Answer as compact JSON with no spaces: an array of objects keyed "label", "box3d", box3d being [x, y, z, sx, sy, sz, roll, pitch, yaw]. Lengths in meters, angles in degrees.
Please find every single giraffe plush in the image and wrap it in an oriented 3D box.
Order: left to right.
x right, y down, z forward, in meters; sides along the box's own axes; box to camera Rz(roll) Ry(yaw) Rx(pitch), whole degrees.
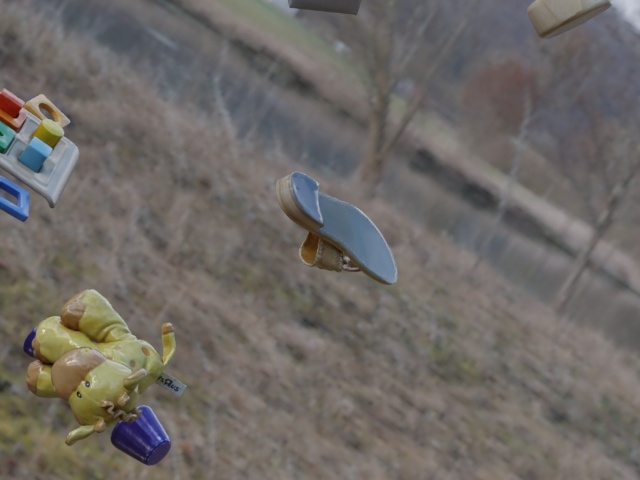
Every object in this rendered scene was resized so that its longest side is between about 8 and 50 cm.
[{"label":"giraffe plush","box3d":[-0.284,0.181,1.841,0.210,0.181,0.170,16,15,0]}]

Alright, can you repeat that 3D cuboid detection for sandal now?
[{"label":"sandal","box3d":[0.000,-0.005,1.764,0.240,0.079,0.088,38,39,-46]}]

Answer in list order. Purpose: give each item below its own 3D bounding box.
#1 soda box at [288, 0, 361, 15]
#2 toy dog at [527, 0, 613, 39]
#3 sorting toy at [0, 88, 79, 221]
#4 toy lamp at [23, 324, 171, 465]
[{"label":"soda box","box3d":[0.030,-0.410,1.696,0.091,0.286,0.098,4,45,-16]},{"label":"toy dog","box3d":[0.310,-0.323,1.486,0.220,0.161,0.333,57,36,-16]},{"label":"sorting toy","box3d":[-0.427,-0.154,2.047,0.196,0.047,0.347,40,22,-16]},{"label":"toy lamp","box3d":[-0.323,0.223,2.102,0.275,0.080,0.080,41,8,23]}]
